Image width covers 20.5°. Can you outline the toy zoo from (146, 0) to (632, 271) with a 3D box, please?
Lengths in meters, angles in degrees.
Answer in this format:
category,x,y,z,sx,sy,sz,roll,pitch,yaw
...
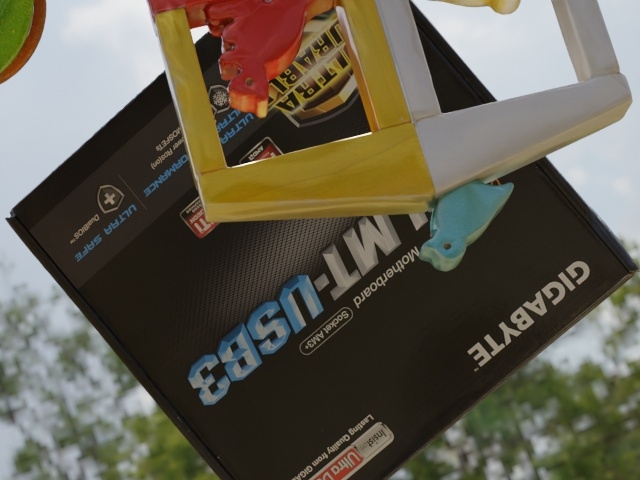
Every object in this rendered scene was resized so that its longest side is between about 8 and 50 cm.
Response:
category,x,y,z,sx,sy,sz,roll,pitch,yaw
toy zoo,0.016,-0.127,0.785,0.192,0.293,0.030,-13,-15,-6

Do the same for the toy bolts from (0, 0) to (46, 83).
category,x,y,z,sx,sy,sz,roll,pitch,yaw
toy bolts,-0.291,-0.115,1.006,0.218,0.228,0.158,-60,6,2

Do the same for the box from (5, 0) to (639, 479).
category,x,y,z,sx,sy,sz,roll,pitch,yaw
box,0.000,0.000,1.145,0.295,0.293,0.073,-40,-5,9
